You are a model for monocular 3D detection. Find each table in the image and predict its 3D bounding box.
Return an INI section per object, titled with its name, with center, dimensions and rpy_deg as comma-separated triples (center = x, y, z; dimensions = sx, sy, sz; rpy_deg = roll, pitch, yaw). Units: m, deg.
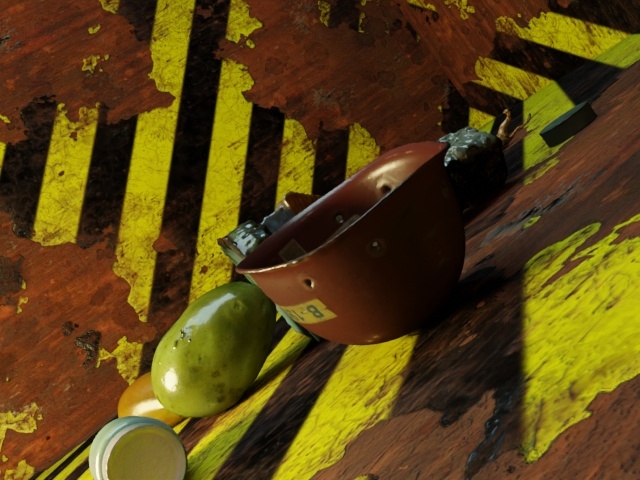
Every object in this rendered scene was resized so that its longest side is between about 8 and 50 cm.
[table]
center = 0.598, -0.280, 1.804
dimensions = 0.133, 0.043, 0.133
rpy_deg = -36, 3, 2

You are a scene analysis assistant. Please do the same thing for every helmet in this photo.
[helmet]
center = 0.084, 0.030, 1.092
dimensions = 0.337, 0.230, 0.385
rpy_deg = -40, 13, -30

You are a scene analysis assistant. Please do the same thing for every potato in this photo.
[potato]
center = -0.210, 0.221, 1.511
dimensions = 0.304, 0.216, 0.216
rpy_deg = -49, 6, -14

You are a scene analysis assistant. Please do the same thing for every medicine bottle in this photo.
[medicine bottle]
center = -0.295, 0.355, 1.203
dimensions = 0.139, 0.139, 0.225
rpy_deg = -38, 3, -24

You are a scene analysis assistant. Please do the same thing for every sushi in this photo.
[sushi]
center = 0.275, -0.127, 1.687
dimensions = 0.343, 0.181, 0.196
rpy_deg = -30, 15, -19

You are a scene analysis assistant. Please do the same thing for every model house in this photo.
[model house]
center = 0.000, 0.000, 1.625
dimensions = 0.339, 0.297, 0.360
rpy_deg = -41, 2, -9

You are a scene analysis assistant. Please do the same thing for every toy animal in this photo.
[toy animal]
center = 0.578, -0.328, 2.427
dimensions = 0.255, 0.116, 0.114
rpy_deg = -30, 28, 17

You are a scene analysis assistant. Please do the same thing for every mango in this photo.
[mango]
center = -0.363, 0.370, 1.765
dimensions = 0.255, 0.139, 0.175
rpy_deg = -26, 20, 21
